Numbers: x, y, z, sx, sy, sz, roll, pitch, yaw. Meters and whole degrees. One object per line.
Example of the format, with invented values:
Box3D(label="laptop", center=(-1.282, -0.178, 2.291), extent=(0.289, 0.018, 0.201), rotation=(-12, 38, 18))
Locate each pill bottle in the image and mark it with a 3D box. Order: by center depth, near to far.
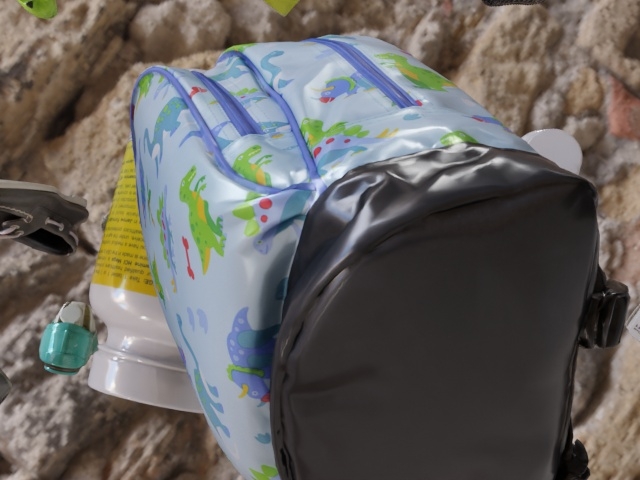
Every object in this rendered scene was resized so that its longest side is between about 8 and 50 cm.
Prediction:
Box3D(label="pill bottle", center=(-0.136, 0.004, 0.849), extent=(0.188, 0.187, 0.334), rotation=(107, 177, -82))
Box3D(label="pill bottle", center=(0.418, -0.139, 1.502), extent=(0.131, 0.131, 0.229), rotation=(-53, -7, 0))

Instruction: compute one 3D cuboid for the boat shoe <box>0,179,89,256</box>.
Box3D(label="boat shoe", center=(-0.413, -0.027, 1.121), extent=(0.335, 0.112, 0.096), rotation=(25, -113, -85))

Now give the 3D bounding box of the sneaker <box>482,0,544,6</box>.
Box3D(label="sneaker", center=(0.260, -0.366, 1.067), extent=(0.069, 0.082, 0.209), rotation=(-24, -3, 42))

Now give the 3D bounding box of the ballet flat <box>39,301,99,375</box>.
Box3D(label="ballet flat", center=(-0.366, 0.136, 1.181), extent=(0.247, 0.083, 0.087), rotation=(-173, 98, -75))

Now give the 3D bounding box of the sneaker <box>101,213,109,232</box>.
Box3D(label="sneaker", center=(-0.185, -0.057, 1.336), extent=(0.410, 0.158, 0.182), rotation=(-29, -28, -8))

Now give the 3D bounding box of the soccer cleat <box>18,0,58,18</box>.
Box3D(label="soccer cleat", center=(-0.440, -0.392, 1.131), extent=(0.060, 0.179, 0.072), rotation=(-34, 4, -4))

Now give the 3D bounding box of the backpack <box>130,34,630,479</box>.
Box3D(label="backpack", center=(0.000, 0.000, 0.520), extent=(0.356, 0.273, 0.290), rotation=(-97, 3, -53))

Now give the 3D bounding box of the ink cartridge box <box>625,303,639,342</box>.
Box3D(label="ink cartridge box", center=(0.485, 0.070, 0.920), extent=(0.208, 0.153, 0.087), rotation=(-38, -26, -22))

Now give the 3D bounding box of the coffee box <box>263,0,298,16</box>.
Box3D(label="coffee box", center=(-0.114, -0.706, 1.488), extent=(0.338, 0.337, 0.334), rotation=(-43, 43, 21))

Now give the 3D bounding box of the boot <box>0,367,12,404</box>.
Box3D(label="boot", center=(-0.498, 0.195, 0.953), extent=(0.076, 0.189, 0.208), rotation=(-30, 24, 36))
